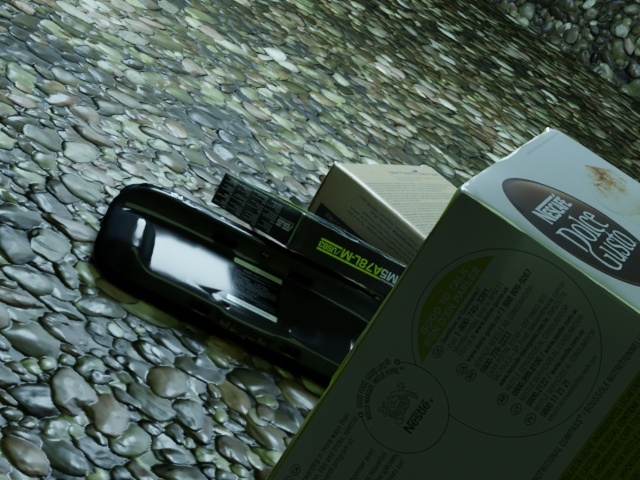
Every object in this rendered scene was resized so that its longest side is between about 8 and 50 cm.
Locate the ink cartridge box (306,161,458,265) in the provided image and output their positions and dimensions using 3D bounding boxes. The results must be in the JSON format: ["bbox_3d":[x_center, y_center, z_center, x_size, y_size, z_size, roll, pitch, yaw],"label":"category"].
[{"bbox_3d":[0.123,-0.006,1.711,0.193,0.088,0.234,41,23,26],"label":"ink cartridge box"}]

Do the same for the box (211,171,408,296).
[{"bbox_3d":[0.000,0.000,1.494,0.184,0.045,0.190,24,3,-33],"label":"box"}]

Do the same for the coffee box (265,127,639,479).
[{"bbox_3d":[0.195,0.152,1.117,0.334,0.338,0.337,35,21,11],"label":"coffee box"}]

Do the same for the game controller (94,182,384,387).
[{"bbox_3d":[-0.070,0.049,1.391,0.319,0.067,0.166,27,36,-11],"label":"game controller"}]
